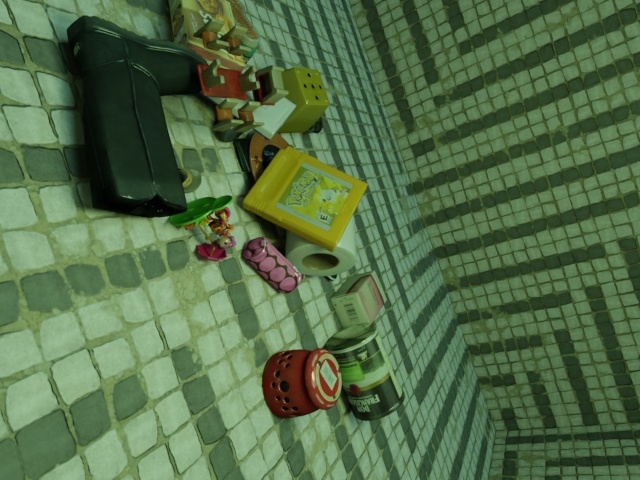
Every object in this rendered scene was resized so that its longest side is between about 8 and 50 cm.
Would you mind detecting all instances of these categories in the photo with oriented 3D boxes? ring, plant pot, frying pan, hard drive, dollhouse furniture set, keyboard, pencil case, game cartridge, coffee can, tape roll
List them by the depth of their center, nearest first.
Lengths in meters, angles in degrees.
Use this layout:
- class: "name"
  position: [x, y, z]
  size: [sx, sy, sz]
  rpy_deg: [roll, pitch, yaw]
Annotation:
- class: "dollhouse furniture set"
  position: [-0.227, -0.433, 1.191]
  size: [0.259, 0.135, 0.262]
  rpy_deg: [-14, 94, -49]
- class: "plant pot"
  position: [-0.046, 0.410, 1.244]
  size: [0.191, 0.174, 0.191]
  rpy_deg: [32, 49, -47]
- class: "pencil case"
  position: [-0.145, 0.075, 1.340]
  size: [0.209, 0.098, 0.095]
  rpy_deg: [46, 38, -37]
- class: "hard drive"
  position: [-0.251, -0.467, 1.361]
  size: [0.318, 0.040, 0.210]
  rpy_deg: [33, 45, -8]
- class: "game cartridge"
  position: [-0.042, -0.147, 1.386]
  size: [0.323, 0.053, 0.285]
  rpy_deg: [27, 59, 3]
- class: "tape roll"
  position: [0.000, 0.000, 1.482]
  size: [0.246, 0.246, 0.169]
  rpy_deg: [37, 45, -46]
- class: "coffee can"
  position: [0.159, 0.463, 1.533]
  size: [0.201, 0.201, 0.276]
  rpy_deg: [-33, 102, -60]
- class: "keyboard"
  position: [-0.181, -0.271, 1.546]
  size: [0.317, 0.033, 0.202]
  rpy_deg: [-22, 92, -60]
- class: "ring"
  position: [-0.136, -0.249, 1.548]
  size: [0.336, 0.032, 0.337]
  rpy_deg: [36, 43, -44]
- class: "plant pot"
  position: [-0.093, -0.552, 1.655]
  size: [0.212, 0.187, 0.212]
  rpy_deg: [-20, 92, -48]
- class: "frying pan"
  position: [-0.109, -0.560, 1.816]
  size: [0.326, 0.053, 0.197]
  rpy_deg: [12, 62, -46]

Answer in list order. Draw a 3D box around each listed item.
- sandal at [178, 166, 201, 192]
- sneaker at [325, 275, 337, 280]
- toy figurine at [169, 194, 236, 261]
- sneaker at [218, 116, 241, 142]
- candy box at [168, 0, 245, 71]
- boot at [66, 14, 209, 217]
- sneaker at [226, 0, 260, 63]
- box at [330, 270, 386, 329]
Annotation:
- class: "sandal"
  position: [-0.377, -0.167, 1.127]
  size: [0.180, 0.049, 0.072]
  rpy_deg: [-4, 76, -59]
- class: "sneaker"
  position: [0.052, 0.040, 1.687]
  size: [0.084, 0.097, 0.235]
  rpy_deg: [8, 74, -58]
- class: "toy figurine"
  position: [-0.279, -0.021, 1.125]
  size: [0.130, 0.173, 0.159]
  rpy_deg: [-94, 166, -58]
- class: "sneaker"
  position: [-0.280, -0.438, 1.426]
  size: [0.131, 0.112, 0.319]
  rpy_deg: [37, 40, -10]
- class: "candy box"
  position: [-0.352, -0.643, 1.311]
  size: [0.182, 0.087, 0.317]
  rpy_deg: [8, 56, -40]
- class: "boot"
  position: [-0.388, -0.274, 1.042]
  size: [0.367, 0.146, 0.445]
  rpy_deg: [-3, 69, -48]
- class: "sneaker"
  position: [-0.318, -0.766, 1.538]
  size: [0.108, 0.121, 0.302]
  rpy_deg: [-7, 60, -39]
- class: "box"
  position: [0.160, 0.240, 1.739]
  size: [0.232, 0.126, 0.149]
  rpy_deg: [-38, 107, -59]
